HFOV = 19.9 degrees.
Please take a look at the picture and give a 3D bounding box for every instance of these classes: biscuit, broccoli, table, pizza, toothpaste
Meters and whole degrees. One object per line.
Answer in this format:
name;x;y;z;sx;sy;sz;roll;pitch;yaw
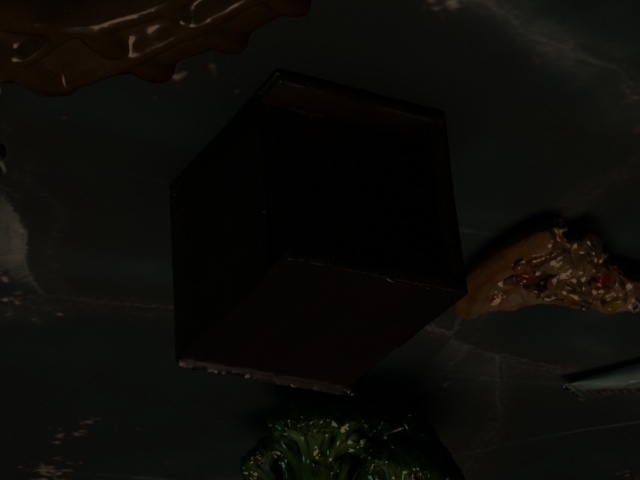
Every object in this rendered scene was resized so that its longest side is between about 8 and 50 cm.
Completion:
biscuit;-0.142;-0.185;1.099;0.366;0.115;0.268;-8;160;-9
broccoli;0.023;0.295;1.895;0.254;0.269;0.269;20;154;11
table;0.000;0.000;1.438;0.172;0.169;0.193;12;147;-27
pizza;0.231;0.043;1.672;0.195;0.052;0.185;9;152;-23
toothpaste;0.353;0.137;1.879;0.205;0.036;0.056;-15;152;27

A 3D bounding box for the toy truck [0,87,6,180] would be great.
toy truck;-0.313;-0.103;1.273;0.135;0.114;0.270;-14;153;9
